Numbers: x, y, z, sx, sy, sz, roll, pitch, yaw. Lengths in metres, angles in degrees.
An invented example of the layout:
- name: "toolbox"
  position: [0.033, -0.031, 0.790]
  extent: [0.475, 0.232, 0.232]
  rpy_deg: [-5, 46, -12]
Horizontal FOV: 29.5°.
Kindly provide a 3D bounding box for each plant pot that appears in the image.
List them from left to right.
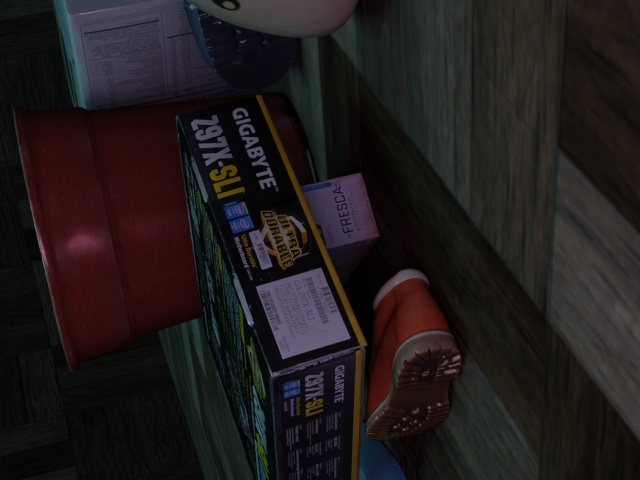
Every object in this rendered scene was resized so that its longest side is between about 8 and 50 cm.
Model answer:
- name: "plant pot"
  position: [-0.151, -0.030, 1.233]
  extent: [0.272, 0.265, 0.272]
  rpy_deg: [167, 90, -79]

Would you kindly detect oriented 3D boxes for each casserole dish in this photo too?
- name: "casserole dish"
  position: [0.049, 0.245, 1.163]
  extent: [0.188, 0.037, 0.114]
  rpy_deg: [-140, 39, -69]

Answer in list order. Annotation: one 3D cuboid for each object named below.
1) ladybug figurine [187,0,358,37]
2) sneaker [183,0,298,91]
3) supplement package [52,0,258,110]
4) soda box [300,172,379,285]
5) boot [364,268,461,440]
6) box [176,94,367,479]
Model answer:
- name: "ladybug figurine"
  position: [-0.078, -0.353, 0.816]
  extent: [0.305, 0.161, 0.449]
  rpy_deg: [-143, 42, -72]
- name: "sneaker"
  position: [-0.098, -0.300, 1.090]
  extent: [0.131, 0.112, 0.319]
  rpy_deg: [-126, 28, -59]
- name: "supplement package"
  position: [-0.189, -0.235, 1.356]
  extent: [0.263, 0.198, 0.199]
  rpy_deg: [93, 159, -53]
- name: "soda box"
  position: [0.000, 0.000, 1.064]
  extent: [0.183, 0.063, 0.058]
  rpy_deg: [118, 137, -72]
- name: "boot"
  position: [0.062, 0.090, 0.908]
  extent: [0.158, 0.059, 0.085]
  rpy_deg: [106, 153, -50]
- name: "box"
  position: [-0.041, 0.081, 1.012]
  extent: [0.322, 0.079, 0.257]
  rpy_deg: [90, 160, -52]
